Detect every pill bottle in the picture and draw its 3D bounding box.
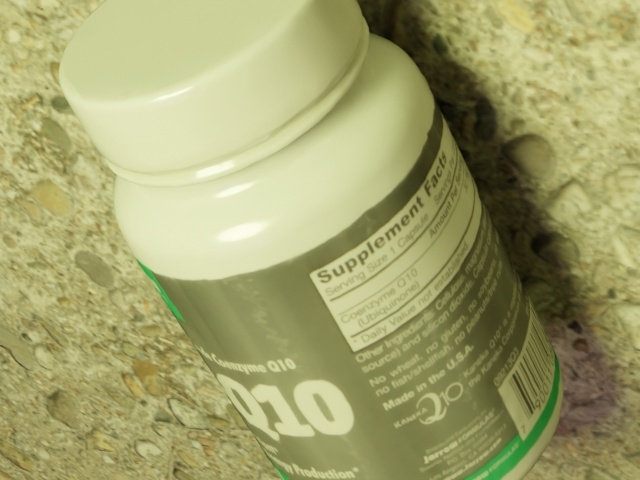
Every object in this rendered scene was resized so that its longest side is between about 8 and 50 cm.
[{"bbox_3d":[0.000,0.000,1.028,0.204,0.204,0.361,0,133,37],"label":"pill bottle"}]
